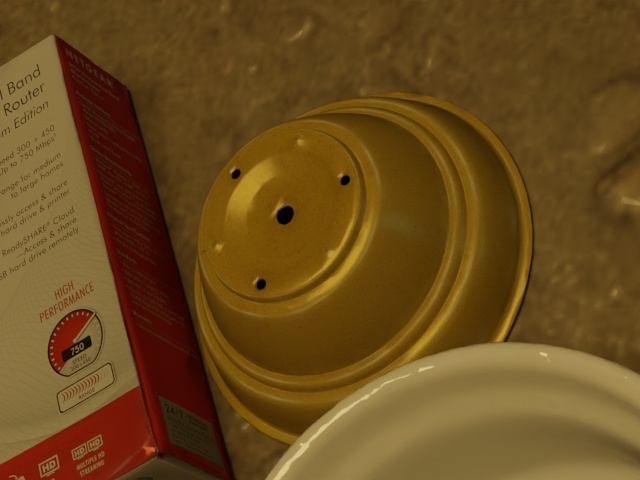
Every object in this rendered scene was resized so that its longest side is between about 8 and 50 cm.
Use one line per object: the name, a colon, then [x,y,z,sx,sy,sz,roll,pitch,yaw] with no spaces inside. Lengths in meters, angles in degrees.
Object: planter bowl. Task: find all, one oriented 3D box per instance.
planter bowl: [0.000,0.000,0.956,0.217,0.090,0.217,-12,64,26]

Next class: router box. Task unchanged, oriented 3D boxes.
router box: [-0.243,0.083,1.073,0.335,0.082,0.301,-30,57,18]

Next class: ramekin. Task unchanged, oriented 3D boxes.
ramekin: [0.095,0.196,0.784,0.277,0.135,0.277,-12,63,26]
